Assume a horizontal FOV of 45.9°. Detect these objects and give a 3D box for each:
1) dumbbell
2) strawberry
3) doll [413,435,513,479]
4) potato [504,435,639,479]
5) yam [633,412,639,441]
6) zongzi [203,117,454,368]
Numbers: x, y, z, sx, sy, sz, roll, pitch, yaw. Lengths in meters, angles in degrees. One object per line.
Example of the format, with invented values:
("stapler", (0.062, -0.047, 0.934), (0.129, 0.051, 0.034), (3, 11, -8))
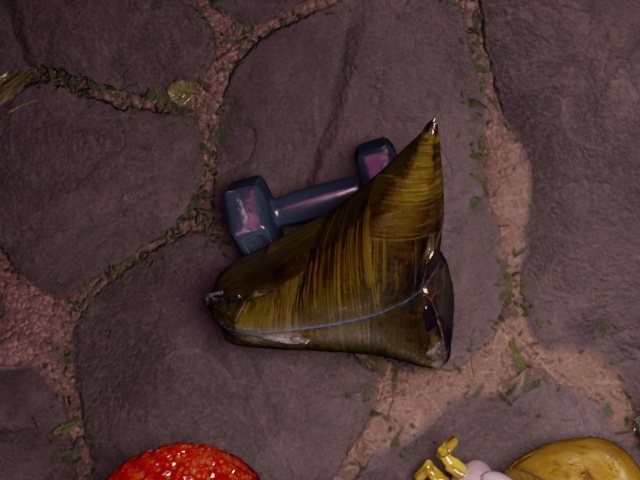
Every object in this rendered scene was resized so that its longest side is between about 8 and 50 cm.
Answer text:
("dumbbell", (-0.005, -0.069, 1.319), (0.316, 0.143, 0.156), (-16, 78, 6))
("strawberry", (-0.225, 0.454, 1.201), (0.288, 0.250, 0.238), (-14, 67, -19))
("doll", (0.303, 0.458, 1.146), (0.094, 0.160, 0.365), (-24, 64, -39))
("potato", (0.404, 0.368, 1.143), (0.158, 0.203, 0.178), (-40, 111, -24))
("yam", (0.565, 0.323, 1.062), (0.154, 0.254, 0.154), (-1, 111, -3))
("zongzi", (0.000, 0.000, 1.153), (0.403, 0.432, 0.208), (1, 42, 11))
